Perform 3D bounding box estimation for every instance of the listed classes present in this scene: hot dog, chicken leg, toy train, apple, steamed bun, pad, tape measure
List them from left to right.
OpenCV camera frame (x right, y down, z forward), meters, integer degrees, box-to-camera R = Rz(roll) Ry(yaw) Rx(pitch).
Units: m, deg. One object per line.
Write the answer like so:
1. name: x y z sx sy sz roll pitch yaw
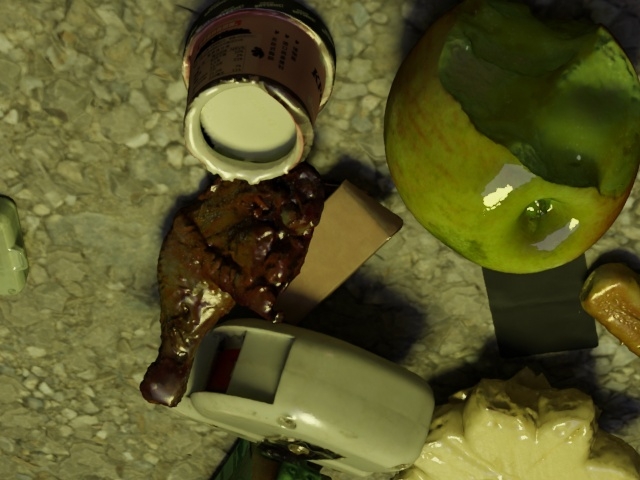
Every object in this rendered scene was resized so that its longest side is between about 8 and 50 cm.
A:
1. chicken leg: -0.099 0.037 1.454 0.083 0.177 0.322 14 137 -44
2. toy train: -0.100 0.382 1.754 0.129 0.159 0.326 20 126 -16
3. tape measure: -0.024 0.178 1.538 0.258 0.130 0.265 24 165 -15
4. apple: 0.182 -0.094 1.273 0.246 0.226 0.246 1 132 1
5. steamed bun: 0.234 0.257 1.635 0.292 0.137 0.295 -13 121 20
6. pad: 0.246 0.061 1.548 0.116 0.004 0.193 -7 131 11
7. hot dog: 0.401 0.115 1.543 0.088 0.061 0.286 -37 118 26

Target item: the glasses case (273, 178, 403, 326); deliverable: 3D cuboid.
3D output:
1. glasses case: 0.000 0.000 1.484 0.102 0.070 0.193 47 126 2

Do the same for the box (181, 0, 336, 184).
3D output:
1. box: -0.064 -0.139 1.313 0.151 0.135 0.151 3 129 3

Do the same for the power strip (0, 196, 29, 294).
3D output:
1. power strip: -0.456 0.007 1.528 0.271 0.046 0.118 0 133 3
